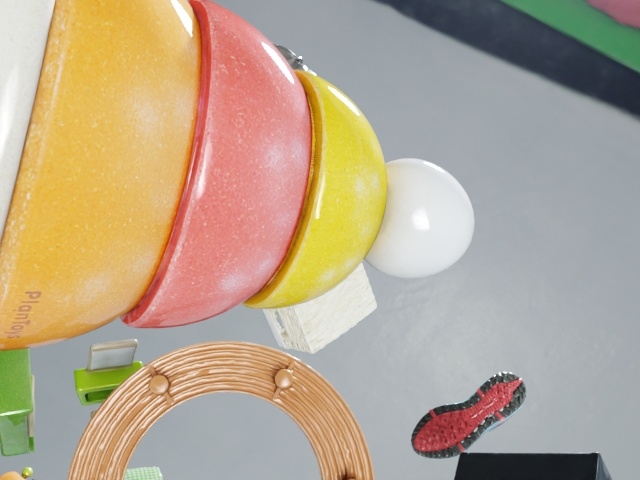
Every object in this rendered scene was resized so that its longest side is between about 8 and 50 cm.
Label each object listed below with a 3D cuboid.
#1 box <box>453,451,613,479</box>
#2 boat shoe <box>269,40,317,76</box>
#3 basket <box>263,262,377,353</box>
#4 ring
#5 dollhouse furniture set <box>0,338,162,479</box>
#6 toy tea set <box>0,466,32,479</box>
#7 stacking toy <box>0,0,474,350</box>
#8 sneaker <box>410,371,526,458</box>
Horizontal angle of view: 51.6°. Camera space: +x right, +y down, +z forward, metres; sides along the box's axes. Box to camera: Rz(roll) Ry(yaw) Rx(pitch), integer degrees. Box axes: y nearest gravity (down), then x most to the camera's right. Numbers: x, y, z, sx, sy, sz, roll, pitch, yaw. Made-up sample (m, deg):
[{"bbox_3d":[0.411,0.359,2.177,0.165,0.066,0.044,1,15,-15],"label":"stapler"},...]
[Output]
[{"bbox_3d":[0.303,0.393,0.851,0.184,0.103,0.261,-15,-61,34],"label":"box"},{"bbox_3d":[-0.143,-0.127,0.883,0.095,0.335,0.112,40,-10,3],"label":"boat shoe"},{"bbox_3d":[0.000,0.106,1.128,0.103,0.167,0.113,10,-55,55],"label":"basket"},{"bbox_3d":[-0.106,0.275,0.714,0.336,0.336,0.032,32,-17,4],"label":"ring"},{"bbox_3d":[-0.291,0.283,0.825,0.197,0.151,0.301,-3,54,-26],"label":"dollhouse furniture set"},{"bbox_3d":[-0.633,0.549,1.170,0.124,0.200,0.336,22,14,15],"label":"toy tea set"},{"bbox_3d":[-0.068,-0.045,0.574,0.480,0.351,0.350,13,9,-29],"label":"stacking toy"},{"bbox_3d":[0.312,0.380,1.369,0.104,0.262,0.125,61,0,32],"label":"sneaker"}]
